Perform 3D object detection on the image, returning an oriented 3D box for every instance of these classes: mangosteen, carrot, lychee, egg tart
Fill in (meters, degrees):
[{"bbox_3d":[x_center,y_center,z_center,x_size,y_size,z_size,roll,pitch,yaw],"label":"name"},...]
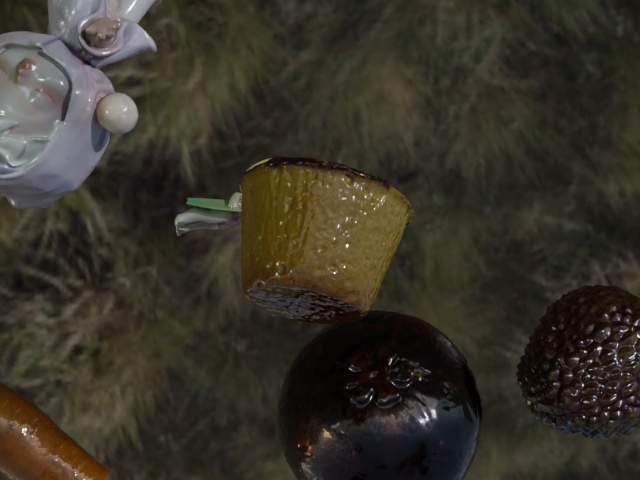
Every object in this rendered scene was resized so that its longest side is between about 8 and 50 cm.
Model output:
[{"bbox_3d":[0.086,0.252,1.913,0.297,0.297,0.293,-22,132,3],"label":"mangosteen"},{"bbox_3d":[-0.310,0.212,1.437,0.087,0.193,0.087,-57,174,-9],"label":"carrot"},{"bbox_3d":[0.418,0.189,2.084,0.271,0.236,0.236,-37,160,-36],"label":"lychee"},{"bbox_3d":[0.000,0.000,1.637,0.215,0.171,0.215,9,160,3],"label":"egg tart"}]

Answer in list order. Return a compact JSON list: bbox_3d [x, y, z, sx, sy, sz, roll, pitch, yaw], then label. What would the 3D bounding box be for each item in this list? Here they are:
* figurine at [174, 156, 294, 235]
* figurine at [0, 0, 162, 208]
[{"bbox_3d":[-0.103,-0.053,1.791,0.187,0.083,0.083,-18,148,-5],"label":"figurine"},{"bbox_3d":[-0.233,-0.159,1.273,0.276,0.200,0.133,-61,161,-1],"label":"figurine"}]
